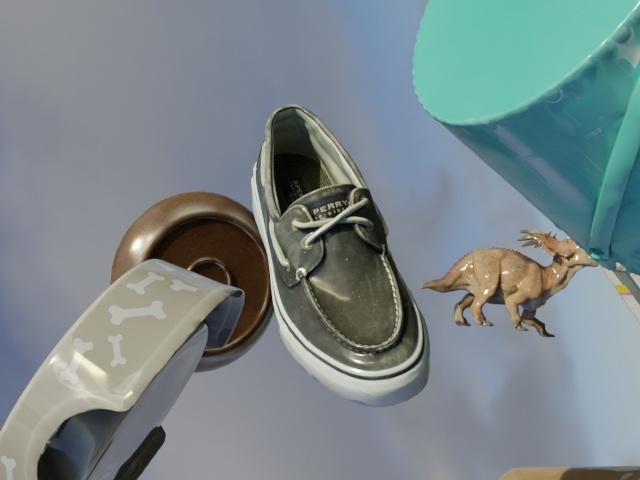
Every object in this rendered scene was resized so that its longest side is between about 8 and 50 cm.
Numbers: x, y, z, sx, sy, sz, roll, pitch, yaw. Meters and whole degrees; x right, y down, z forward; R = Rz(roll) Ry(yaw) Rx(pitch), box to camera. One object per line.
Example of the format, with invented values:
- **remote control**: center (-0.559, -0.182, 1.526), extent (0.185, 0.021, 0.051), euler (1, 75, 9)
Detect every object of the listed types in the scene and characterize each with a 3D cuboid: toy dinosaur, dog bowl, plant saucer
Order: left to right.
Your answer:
- **dog bowl**: center (-0.220, 0.172, 1.101), extent (0.102, 0.349, 0.349), euler (34, -165, 7)
- **plant saucer**: center (-0.197, 0.072, 1.741), extent (0.050, 0.310, 0.311), euler (4, 120, 61)
- **toy dinosaur**: center (0.326, 0.056, 1.783), extent (0.127, 0.295, 0.200), euler (52, -135, -80)

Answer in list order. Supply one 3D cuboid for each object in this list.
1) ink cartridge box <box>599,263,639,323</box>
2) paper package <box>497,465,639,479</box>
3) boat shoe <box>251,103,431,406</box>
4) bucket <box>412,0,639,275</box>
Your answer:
- **ink cartridge box**: center (0.524, 0.041, 1.588), extent (0.212, 0.093, 0.154), euler (55, -138, -4)
- **paper package**: center (0.333, 0.439, 1.344), extent (0.309, 0.324, 0.168), euler (-33, -76, -45)
- **boat shoe**: center (0.000, 0.000, 0.925), extent (0.335, 0.121, 0.119), euler (-120, 20, -44)
- **bucket**: center (0.206, -0.135, 0.676), extent (0.183, 0.281, 0.281), euler (29, -142, -27)
